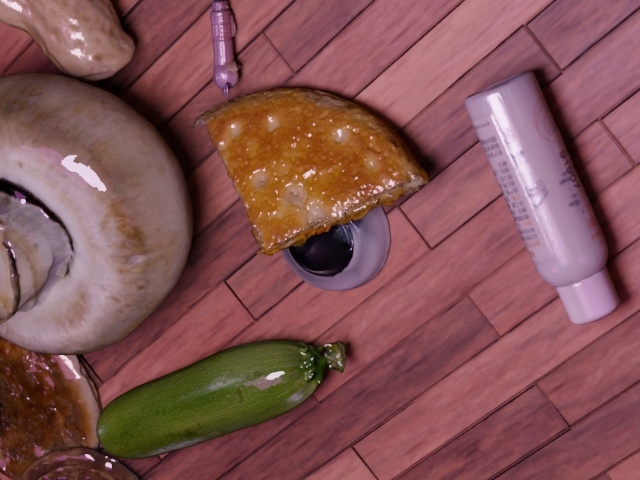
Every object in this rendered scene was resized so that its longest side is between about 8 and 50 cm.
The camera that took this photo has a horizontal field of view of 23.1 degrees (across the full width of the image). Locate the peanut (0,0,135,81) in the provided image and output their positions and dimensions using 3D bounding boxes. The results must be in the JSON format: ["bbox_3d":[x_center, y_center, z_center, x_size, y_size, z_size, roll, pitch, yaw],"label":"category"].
[{"bbox_3d":[-0.326,-0.282,1.817,0.257,0.123,0.123,48,121,6],"label":"peanut"}]

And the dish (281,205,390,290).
[{"bbox_3d":[0.000,0.000,1.767,0.141,0.078,0.141,8,109,25],"label":"dish"}]

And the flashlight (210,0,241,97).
[{"bbox_3d":[-0.107,-0.218,1.778,0.031,0.052,0.110,-4,101,-9],"label":"flashlight"}]

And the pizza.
[{"bbox_3d":[-0.020,-0.070,1.731,0.292,0.058,0.197,14,81,24],"label":"pizza"}]

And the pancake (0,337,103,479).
[{"bbox_3d":[-0.406,0.199,2.063,0.282,0.049,0.282,8,112,22],"label":"pancake"}]

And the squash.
[{"bbox_3d":[-0.129,0.188,1.885,0.378,0.101,0.101,-20,97,31],"label":"squash"}]

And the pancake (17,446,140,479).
[{"bbox_3d":[-0.308,0.350,2.049,0.190,0.020,0.184,6,116,8],"label":"pancake"}]

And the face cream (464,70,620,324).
[{"bbox_3d":[0.237,-0.040,1.632,0.082,0.082,0.269,-21,97,31],"label":"face cream"}]

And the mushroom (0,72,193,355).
[{"bbox_3d":[-0.315,-0.029,1.807,0.352,0.260,0.352,16,123,27],"label":"mushroom"}]
